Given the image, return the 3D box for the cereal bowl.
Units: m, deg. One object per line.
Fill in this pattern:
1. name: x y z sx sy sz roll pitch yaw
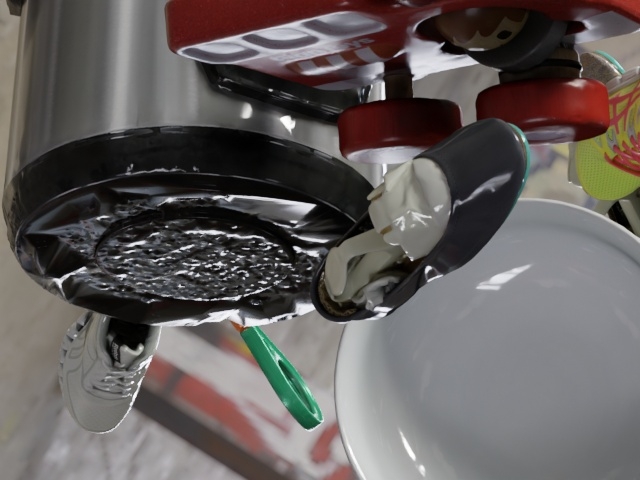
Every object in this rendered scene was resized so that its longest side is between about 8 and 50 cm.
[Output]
1. cereal bowl: 0.191 0.137 1.523 0.339 0.339 0.141 -59 156 -2

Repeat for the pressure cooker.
1. pressure cooker: -0.120 -0.165 1.590 0.370 0.376 0.420 67 21 -61

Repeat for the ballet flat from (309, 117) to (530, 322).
1. ballet flat: 0.051 -0.004 0.994 0.074 0.074 0.203 -51 -177 -39

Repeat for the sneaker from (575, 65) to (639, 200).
1. sneaker: 0.257 -0.085 1.256 0.208 0.081 0.094 124 -17 -50

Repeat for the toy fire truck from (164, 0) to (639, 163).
1. toy fire truck: 0.071 -0.160 1.201 0.254 0.302 0.169 5 81 -55

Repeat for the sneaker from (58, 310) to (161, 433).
1. sneaker: -0.247 0.131 1.958 0.118 0.110 0.292 -103 -153 -51

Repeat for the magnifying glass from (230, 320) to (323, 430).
1. magnifying glass: -0.070 0.117 1.837 0.026 0.231 0.092 -33 -171 7

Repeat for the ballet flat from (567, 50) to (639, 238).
1. ballet flat: 0.350 -0.072 1.915 0.106 0.107 0.316 -40 120 -16
